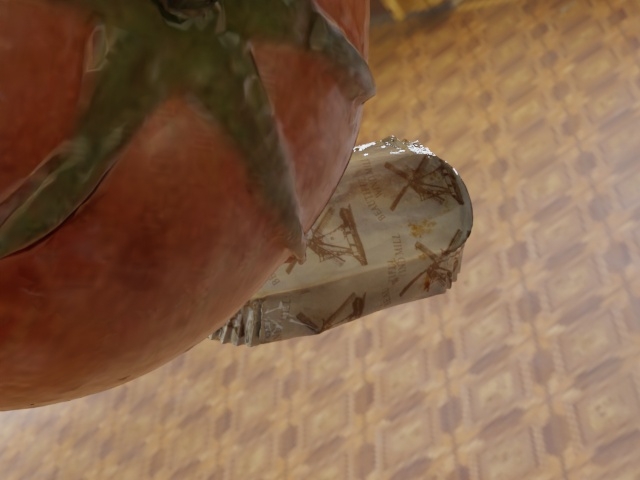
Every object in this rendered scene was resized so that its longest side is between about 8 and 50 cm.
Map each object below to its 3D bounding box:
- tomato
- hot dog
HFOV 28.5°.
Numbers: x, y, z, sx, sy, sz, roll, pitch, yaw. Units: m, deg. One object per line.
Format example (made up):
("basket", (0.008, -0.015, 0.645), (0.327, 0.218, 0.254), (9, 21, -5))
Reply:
("tomato", (-0.115, -0.079, 0.414), (0.265, 0.265, 0.265), (-32, 24, 17))
("hot dog", (0.000, 0.000, 0.722), (0.191, 0.108, 0.059), (-14, -15, -22))
